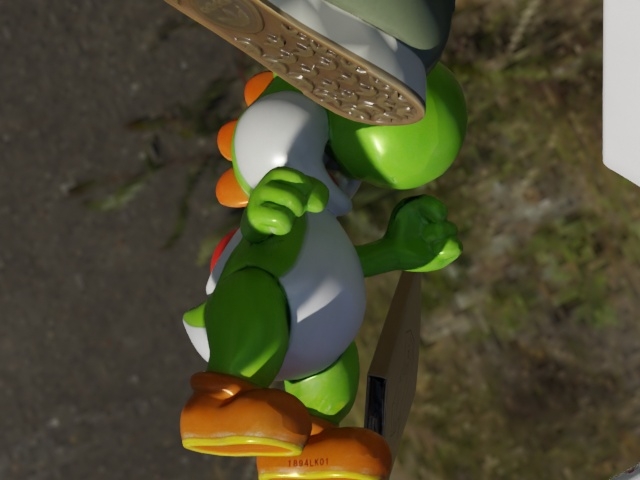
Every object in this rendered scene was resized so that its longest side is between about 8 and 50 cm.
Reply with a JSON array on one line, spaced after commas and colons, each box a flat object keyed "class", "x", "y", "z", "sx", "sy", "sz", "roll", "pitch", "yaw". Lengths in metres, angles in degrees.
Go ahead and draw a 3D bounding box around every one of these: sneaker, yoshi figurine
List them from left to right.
[{"class": "sneaker", "x": -0.023, "y": -0.124, "z": 0.638, "sx": 0.192, "sy": 0.086, "sz": 0.064, "roll": 34, "pitch": 157, "yaw": -28}, {"class": "yoshi figurine", "x": 0.018, "y": -0.006, "z": 1.323, "sx": 0.203, "sy": 0.362, "sz": 0.203, "roll": 10, "pitch": 159, "yaw": -9}]

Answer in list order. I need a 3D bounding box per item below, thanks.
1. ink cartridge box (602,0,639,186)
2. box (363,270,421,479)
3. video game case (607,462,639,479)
[{"class": "ink cartridge box", "x": 0.336, "y": -0.208, "z": 1.044, "sx": 0.395, "sy": 0.166, "sz": 0.285, "roll": -53, "pitch": 159, "yaw": -13}, {"class": "box", "x": 0.068, "y": 0.136, "z": 1.686, "sx": 0.021, "sy": 0.201, "sz": 0.164, "roll": 8, "pitch": 122, "yaw": 10}, {"class": "video game case", "x": 0.151, "y": 0.227, "z": 0.880, "sx": 0.183, "sy": 0.201, "sz": 0.023, "roll": -30, "pitch": -174, "yaw": 6}]
